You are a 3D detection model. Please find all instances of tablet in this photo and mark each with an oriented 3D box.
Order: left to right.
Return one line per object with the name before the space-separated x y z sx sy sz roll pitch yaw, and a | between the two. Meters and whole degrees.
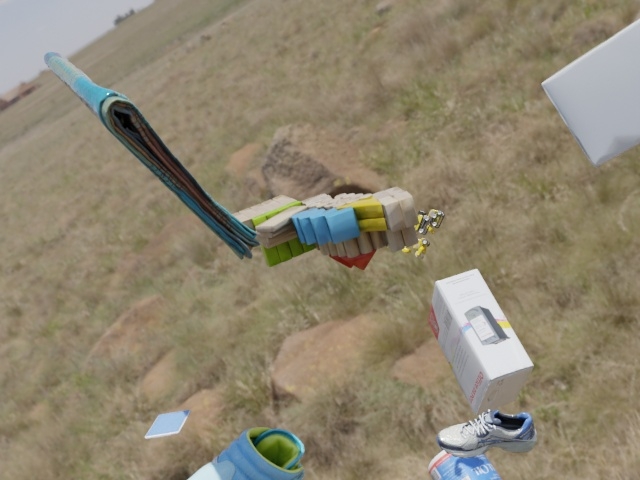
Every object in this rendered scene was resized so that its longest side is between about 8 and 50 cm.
tablet | -0.232 0.281 1.145 0.054 0.006 0.083 -11 10 5

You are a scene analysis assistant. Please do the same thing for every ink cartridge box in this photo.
ink cartridge box | 0.406 0.265 1.955 0.131 0.226 0.306 -18 57 -12

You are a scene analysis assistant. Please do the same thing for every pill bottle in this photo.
pill bottle | 0.330 0.534 1.546 0.124 0.124 0.221 -33 56 -2

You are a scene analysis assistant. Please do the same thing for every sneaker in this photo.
sneaker | -0.087 0.411 1.179 0.208 0.319 0.127 -41 54 -10
sneaker | 0.223 0.253 1.011 0.135 0.058 0.052 -7 36 2

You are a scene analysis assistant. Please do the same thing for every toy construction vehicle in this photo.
toy construction vehicle | 0.187 -0.018 1.387 0.035 0.086 0.098 25 94 24

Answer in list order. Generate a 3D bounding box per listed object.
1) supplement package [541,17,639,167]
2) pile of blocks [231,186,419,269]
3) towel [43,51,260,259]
supplement package | 0.332 -0.168 0.747 0.179 0.105 0.105 -33 0 30
pile of blocks | 0.000 0.000 1.152 0.362 0.113 0.149 -1 23 46
towel | -0.236 -0.129 1.005 0.040 0.271 0.370 -45 35 -5
